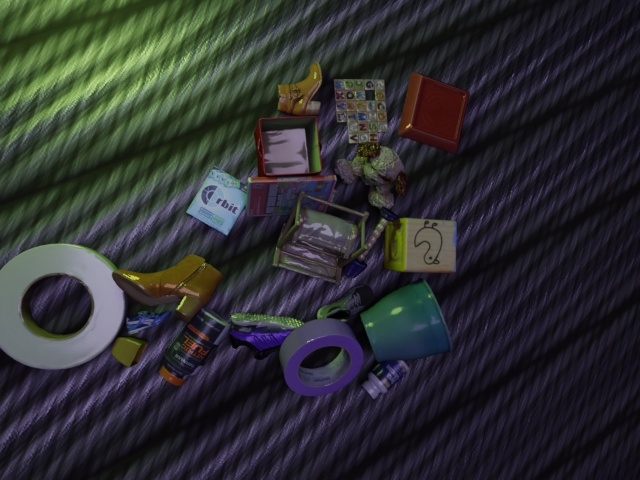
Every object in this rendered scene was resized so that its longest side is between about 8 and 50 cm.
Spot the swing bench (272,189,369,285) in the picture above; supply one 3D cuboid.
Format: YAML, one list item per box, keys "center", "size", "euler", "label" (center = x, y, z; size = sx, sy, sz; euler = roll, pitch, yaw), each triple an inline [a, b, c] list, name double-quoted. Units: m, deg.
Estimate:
- center: [0.000, 0.000, 1.534]
  size: [0.253, 0.255, 0.165]
  euler: [18, 48, -14]
  label: "swing bench"

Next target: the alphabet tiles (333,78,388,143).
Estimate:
- center: [0.152, -0.479, 1.672]
  size: [0.198, 0.009, 0.237]
  euler: [-5, 90, -14]
  label: "alphabet tiles"

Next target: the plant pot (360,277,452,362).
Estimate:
- center: [0.284, 0.300, 1.584]
  size: [0.255, 0.271, 0.272]
  euler: [-19, 95, 1]
  label: "plant pot"

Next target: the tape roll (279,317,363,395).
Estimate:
- center: [0.002, 0.397, 1.527]
  size: [0.275, 0.090, 0.275]
  euler: [-9, 123, -14]
  label: "tape roll"

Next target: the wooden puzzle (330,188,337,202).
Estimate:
- center: [0.032, -0.170, 1.642]
  size: [0.049, 0.006, 0.083]
  euler: [28, 83, -12]
  label: "wooden puzzle"

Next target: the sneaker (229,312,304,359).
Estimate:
- center: [-0.170, 0.339, 1.550]
  size: [0.293, 0.102, 0.146]
  euler: [10, 94, -10]
  label: "sneaker"

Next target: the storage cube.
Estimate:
- center: [-0.113, -0.298, 1.511]
  size: [0.215, 0.193, 0.184]
  euler: [-6, 91, -15]
  label: "storage cube"

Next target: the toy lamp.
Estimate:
- center: [0.175, 0.013, 1.604]
  size: [0.080, 0.080, 0.275]
  euler: [28, 107, -12]
  label: "toy lamp"

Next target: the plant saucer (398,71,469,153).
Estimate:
- center: [0.447, -0.494, 1.726]
  size: [0.258, 0.048, 0.259]
  euler: [14, 86, -14]
  label: "plant saucer"

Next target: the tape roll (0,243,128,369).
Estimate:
- center: [-0.805, 0.202, 1.401]
  size: [0.392, 0.072, 0.392]
  euler: [0, 90, -13]
  label: "tape roll"

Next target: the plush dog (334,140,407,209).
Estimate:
- center: [0.210, -0.252, 1.573]
  size: [0.262, 0.225, 0.210]
  euler: [39, 81, -11]
  label: "plush dog"

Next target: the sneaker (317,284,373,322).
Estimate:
- center: [0.105, 0.239, 1.593]
  size: [0.228, 0.132, 0.086]
  euler: [-30, 97, -12]
  label: "sneaker"

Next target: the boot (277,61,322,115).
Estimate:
- center: [-0.075, -0.539, 1.586]
  size: [0.152, 0.073, 0.197]
  euler: [3, 87, -10]
  label: "boot"

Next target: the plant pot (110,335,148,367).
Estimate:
- center: [-0.618, 0.348, 1.444]
  size: [0.083, 0.081, 0.081]
  euler: [25, 84, -1]
  label: "plant pot"

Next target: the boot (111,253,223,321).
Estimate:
- center: [-0.483, 0.116, 1.448]
  size: [0.295, 0.104, 0.211]
  euler: [28, 49, -3]
  label: "boot"

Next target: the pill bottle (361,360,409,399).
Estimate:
- center: [0.233, 0.495, 1.644]
  size: [0.169, 0.094, 0.094]
  euler: [-41, 99, -11]
  label: "pill bottle"

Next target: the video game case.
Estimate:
- center: [-0.104, -0.148, 1.515]
  size: [0.285, 0.204, 0.025]
  euler: [-4, 62, -14]
  label: "video game case"

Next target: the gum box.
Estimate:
- center: [-0.339, -0.133, 1.532]
  size: [0.157, 0.041, 0.184]
  euler: [31, 82, -12]
  label: "gum box"

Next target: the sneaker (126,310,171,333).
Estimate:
- center: [-0.563, 0.255, 1.469]
  size: [0.144, 0.053, 0.059]
  euler: [-20, 92, -14]
  label: "sneaker"

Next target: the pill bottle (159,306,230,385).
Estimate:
- center: [-0.415, 0.345, 1.466]
  size: [0.130, 0.130, 0.246]
  euler: [36, 82, -11]
  label: "pill bottle"

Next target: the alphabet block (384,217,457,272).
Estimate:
- center: [0.356, 0.019, 1.627]
  size: [0.197, 0.193, 0.192]
  euler: [1, 88, -14]
  label: "alphabet block"
